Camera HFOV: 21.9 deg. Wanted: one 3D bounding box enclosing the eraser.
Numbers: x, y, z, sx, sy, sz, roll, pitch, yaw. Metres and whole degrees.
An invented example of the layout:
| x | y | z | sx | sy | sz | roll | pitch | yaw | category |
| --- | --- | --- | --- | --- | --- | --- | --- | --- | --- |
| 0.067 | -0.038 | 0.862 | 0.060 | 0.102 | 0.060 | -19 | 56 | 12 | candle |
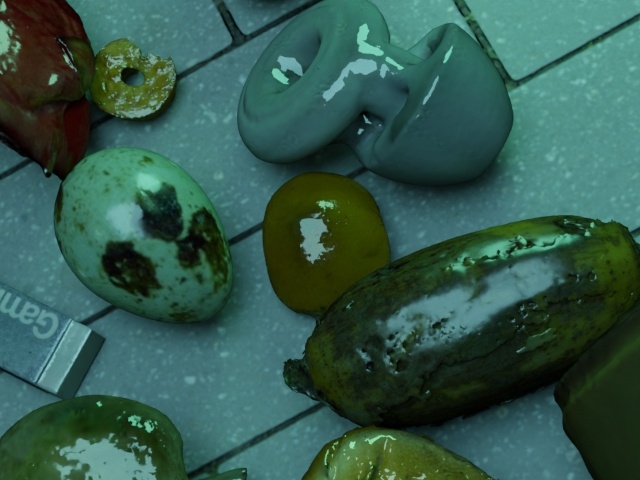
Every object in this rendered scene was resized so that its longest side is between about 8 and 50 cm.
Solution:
| x | y | z | sx | sy | sz | roll | pitch | yaw | category |
| --- | --- | --- | --- | --- | --- | --- | --- | --- | --- |
| -0.359 | 0.100 | 1.889 | 0.212 | 0.046 | 0.092 | 23 | 78 | 20 | eraser |

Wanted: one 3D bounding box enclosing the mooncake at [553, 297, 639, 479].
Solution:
| x | y | z | sx | sy | sz | roll | pitch | yaw | category |
| --- | --- | --- | --- | --- | --- | --- | --- | --- | --- |
| 0.434 | 0.126 | 1.594 | 0.394 | 0.393 | 0.246 | -19 | 62 | -37 | mooncake |

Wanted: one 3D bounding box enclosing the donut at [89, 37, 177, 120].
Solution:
| x | y | z | sx | sy | sz | roll | pitch | yaw | category |
| --- | --- | --- | --- | --- | --- | --- | --- | --- | --- |
| -0.221 | -0.184 | 1.955 | 0.108 | 0.043 | 0.097 | 31 | 81 | 20 | donut |

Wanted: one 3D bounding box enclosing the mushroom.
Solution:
| x | y | z | sx | sy | sz | roll | pitch | yaw | category |
| --- | --- | --- | --- | --- | --- | --- | --- | --- | --- |
| -0.230 | 0.295 | 1.693 | 0.292 | 0.212 | 0.217 | 7 | 37 | 6 | mushroom |

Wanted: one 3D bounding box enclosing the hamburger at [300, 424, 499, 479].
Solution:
| x | y | z | sx | sy | sz | roll | pitch | yaw | category |
| --- | --- | --- | --- | --- | --- | --- | --- | --- | --- |
| 0.078 | 0.354 | 1.627 | 0.284 | 0.174 | 0.304 | 33 | 82 | 19 | hamburger |

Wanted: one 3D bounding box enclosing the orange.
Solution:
| x | y | z | sx | sy | sz | roll | pitch | yaw | category |
| --- | --- | --- | --- | --- | --- | --- | --- | --- | --- |
| 0.000 | 0.000 | 1.808 | 0.170 | 0.112 | 0.160 | 26 | 80 | 32 | orange |

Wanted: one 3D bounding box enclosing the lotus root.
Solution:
| x | y | z | sx | sy | sz | roll | pitch | yaw | category |
| --- | --- | --- | --- | --- | --- | --- | --- | --- | --- |
| 0.152 | 0.082 | 1.695 | 0.397 | 0.196 | 0.179 | -23 | 62 | 7 | lotus root |

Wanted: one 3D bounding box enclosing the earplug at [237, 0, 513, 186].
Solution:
| x | y | z | sx | sy | sz | roll | pitch | yaw | category |
| --- | --- | --- | --- | --- | --- | --- | --- | --- | --- |
| 0.053 | -0.157 | 1.823 | 0.326 | 0.175 | 0.214 | 13 | 67 | 27 | earplug |

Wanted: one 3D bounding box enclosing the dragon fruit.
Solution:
| x | y | z | sx | sy | sz | roll | pitch | yaw | category |
| --- | --- | --- | --- | --- | --- | --- | --- | --- | --- |
| -0.380 | -0.256 | 1.851 | 0.286 | 0.329 | 0.228 | 33 | 82 | 34 | dragon fruit |

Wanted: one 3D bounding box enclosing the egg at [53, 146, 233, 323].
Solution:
| x | y | z | sx | sy | sz | roll | pitch | yaw | category |
| --- | --- | --- | --- | --- | --- | --- | --- | --- | --- |
| -0.191 | -0.002 | 1.819 | 0.231 | 0.169 | 0.169 | 44 | 86 | 11 | egg |
